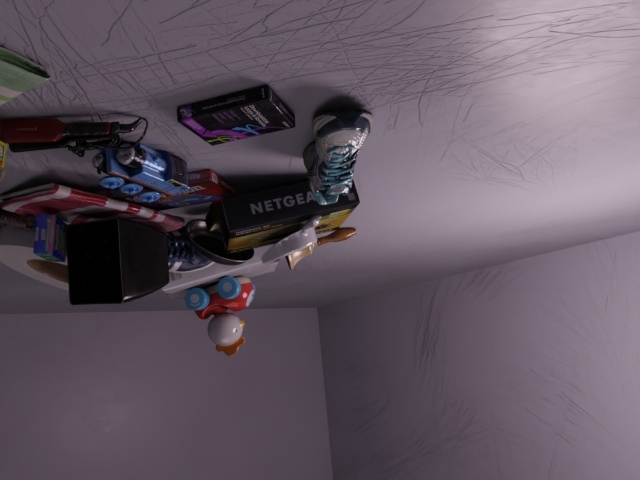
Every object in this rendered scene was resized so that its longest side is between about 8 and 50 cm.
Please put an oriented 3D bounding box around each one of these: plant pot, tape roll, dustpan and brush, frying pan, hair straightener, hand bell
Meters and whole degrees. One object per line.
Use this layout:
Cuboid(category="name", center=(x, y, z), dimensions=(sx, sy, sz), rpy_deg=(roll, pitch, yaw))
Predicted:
Cuboid(category="plant pot", center=(-0.463, 0.047, 1.272), dimensions=(0.188, 0.187, 0.167), rpy_deg=(-6, 179, 31))
Cuboid(category="tape roll", center=(-0.677, 0.066, 1.478), dimensions=(0.393, 0.071, 0.392), rpy_deg=(10, 157, 4))
Cuboid(category="dustpan and brush", center=(-0.048, -0.010, 1.284), dimensions=(0.147, 0.060, 0.211), rpy_deg=(-24, -178, -34))
Cuboid(category="frying pan", center=(-0.263, -0.013, 1.517), dimensions=(0.197, 0.053, 0.326), rpy_deg=(29, -161, -1))
Cuboid(category="hair straightener", center=(-0.400, -0.175, 0.897), dimensions=(0.231, 0.047, 0.089), rpy_deg=(-9, 168, -5))
Cuboid(category="hand bell", center=(0.000, 0.000, 1.750), dimensions=(0.242, 0.126, 0.126), rpy_deg=(-17, 168, -7))

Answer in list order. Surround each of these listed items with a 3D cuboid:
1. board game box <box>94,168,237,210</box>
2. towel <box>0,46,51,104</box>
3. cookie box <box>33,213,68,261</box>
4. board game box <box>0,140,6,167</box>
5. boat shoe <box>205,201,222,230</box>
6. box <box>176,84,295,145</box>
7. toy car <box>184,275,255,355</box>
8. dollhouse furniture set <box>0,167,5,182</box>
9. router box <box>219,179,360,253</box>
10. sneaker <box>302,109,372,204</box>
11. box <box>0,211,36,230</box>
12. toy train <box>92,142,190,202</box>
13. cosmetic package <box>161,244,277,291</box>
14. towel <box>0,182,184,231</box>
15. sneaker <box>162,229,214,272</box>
Cuboid(category="board game box", center=(-0.349, -0.105, 1.238), dimensions=(0.282, 0.027, 0.145), rpy_deg=(-8, 166, 13))
Cuboid(category="towel", center=(-0.562, -0.206, 0.690), dimensions=(0.325, 0.038, 0.248), rpy_deg=(-14, 166, 25))
Cuboid(category="cookie box", center=(-0.609, -0.003, 1.227), dimensions=(0.040, 0.091, 0.107), rpy_deg=(2, 168, -9))
Cuboid(category="board game box", center=(-0.588, -0.127, 0.825), dimensions=(0.182, 0.043, 0.092), rpy_deg=(-11, 160, 18))
Cuboid(category="boat shoe", center=(-0.258, -0.068, 1.399), dimensions=(0.049, 0.056, 0.152), rpy_deg=(-15, 173, -31))
Cuboid(category="box", center=(-0.136, -0.203, 0.896), dimensions=(0.162, 0.029, 0.116), rpy_deg=(-11, 166, 16))
Cuboid(category="toy car", center=(-0.299, 0.254, 1.774), dimensions=(0.211, 0.237, 0.219), rpy_deg=(-19, 171, 5))
Cuboid(category="dollhouse furniture set", center=(-0.712, -0.062, 0.991), dimensions=(0.198, 0.151, 0.302), rpy_deg=(5, 163, -38))
Cuboid(category="router box", center=(-0.084, -0.060, 1.317), dimensions=(0.309, 0.080, 0.243), rpy_deg=(-13, 169, -14))
Cuboid(category="sneaker", center=(0.036, -0.146, 1.006), dimensions=(0.110, 0.122, 0.283), rpy_deg=(-4, 167, -9))
Cuboid(category="box", center=(-0.710, -0.043, 1.263), dimensions=(0.137, 0.027, 0.094), rpy_deg=(10, 171, 12))
Cuboid(category="toy train", center=(-0.335, -0.133, 1.023), dimensions=(0.105, 0.080, 0.184), rpy_deg=(-20, 160, 20))
Cuboid(category="cosmetic package", center=(-0.330, 0.090, 1.784), dimensions=(0.378, 0.097, 0.284), rpy_deg=(-16, 168, -14))
Cuboid(category="towel", center=(-0.515, -0.061, 1.241), dimensions=(0.237, 0.037, 0.329), rpy_deg=(-6, 166, 35))
Cuboid(category="sneaker", center=(-0.456, 0.028, 1.539), dimensions=(0.351, 0.131, 0.148), rpy_deg=(-6, 172, 3))
